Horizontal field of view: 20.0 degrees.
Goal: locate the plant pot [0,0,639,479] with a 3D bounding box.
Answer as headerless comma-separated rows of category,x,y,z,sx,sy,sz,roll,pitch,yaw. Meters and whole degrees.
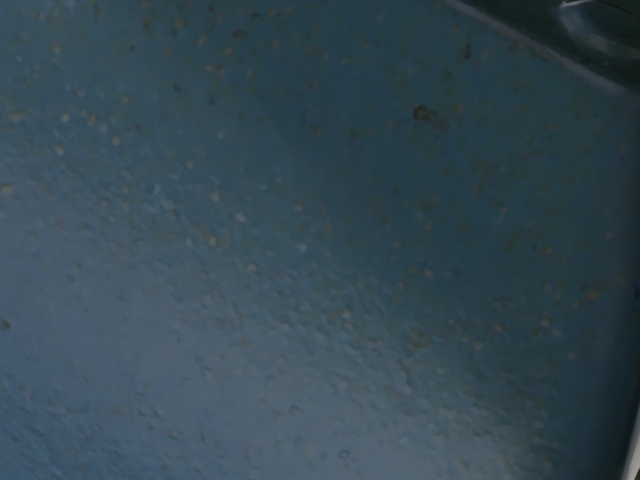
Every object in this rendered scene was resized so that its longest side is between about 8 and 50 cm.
plant pot,0.000,0.000,0.533,0.247,0.248,0.252,-48,-15,-57

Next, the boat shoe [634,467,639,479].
boat shoe,0.216,0.201,1.603,0.050,0.135,0.045,-145,49,-80
